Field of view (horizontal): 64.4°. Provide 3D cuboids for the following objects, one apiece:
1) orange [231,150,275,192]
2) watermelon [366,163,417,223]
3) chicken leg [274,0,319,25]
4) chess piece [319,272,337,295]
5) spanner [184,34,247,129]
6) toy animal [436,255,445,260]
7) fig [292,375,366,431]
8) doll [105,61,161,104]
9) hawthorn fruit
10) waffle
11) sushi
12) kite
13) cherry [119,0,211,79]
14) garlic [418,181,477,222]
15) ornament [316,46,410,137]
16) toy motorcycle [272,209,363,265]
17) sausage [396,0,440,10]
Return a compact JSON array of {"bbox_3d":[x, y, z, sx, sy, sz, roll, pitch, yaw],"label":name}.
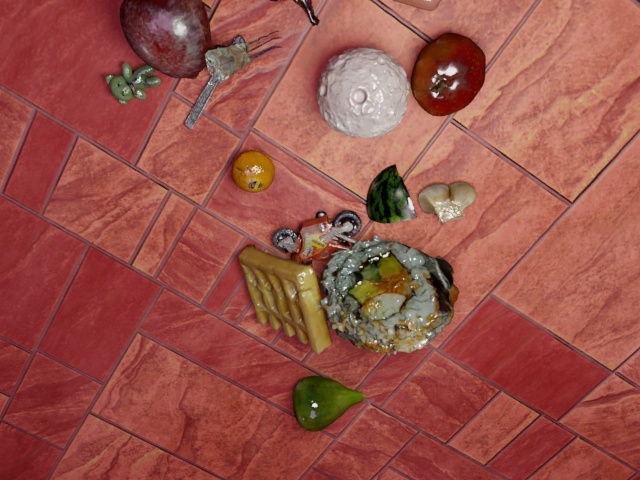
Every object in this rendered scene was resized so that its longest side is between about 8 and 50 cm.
[{"bbox_3d":[-0.208,-0.216,1.564,0.136,0.117,0.135,-8,157,-4],"label":"orange"},{"bbox_3d":[0.223,-0.122,1.567,0.137,0.145,0.193,19,113,-10],"label":"watermelon"},{"bbox_3d":[-0.081,-0.677,1.395,0.205,0.053,0.093,32,135,-3],"label":"chicken leg"},{"bbox_3d":[0.036,0.152,1.752,0.084,0.038,0.083,0,113,1],"label":"chess piece"},{"bbox_3d":[-0.318,-0.467,1.512,0.093,0.026,0.325,33,113,-11],"label":"spanner"},{"bbox_3d":[0.329,0.150,1.706,0.214,0.094,0.186,-11,104,17],"label":"toy animal"},{"bbox_3d":[0.034,0.589,1.878,0.275,0.206,0.206,-10,113,-8],"label":"fig"},{"bbox_3d":[-0.554,-0.467,1.503,0.150,0.077,0.115,-25,121,2],"label":"doll"},{"bbox_3d":[0.339,-0.444,1.376,0.215,0.249,0.215,15,125,23],"label":"hawthorn fruit"},{"bbox_3d":[-0.122,0.180,1.645,0.348,0.077,0.304,15,128,45],"label":"waffle"},{"bbox_3d":[0.196,0.165,1.515,0.418,0.417,0.175,-3,133,4],"label":"sushi"},{"bbox_3d":[-0.213,-0.526,1.440,0.229,0.127,0.016,-23,70,-5],"label":"kite"},{"bbox_3d":[-0.409,-0.569,1.380,0.230,0.203,0.300,-21,132,5],"label":"cherry"},{"bbox_3d":[0.399,-0.124,1.588,0.175,0.099,0.124,-14,93,5],"label":"garlic"},{"bbox_3d":[0.118,-0.408,1.389,0.259,0.259,0.225,7,115,0],"label":"ornament"},{"bbox_3d":[-0.001,-0.001,1.660,0.298,0.089,0.171,-14,113,8],"label":"toy motorcycle"},{"bbox_3d":[0.252,-0.667,1.371,0.154,0.062,0.062,16,113,-3],"label":"sausage"}]
